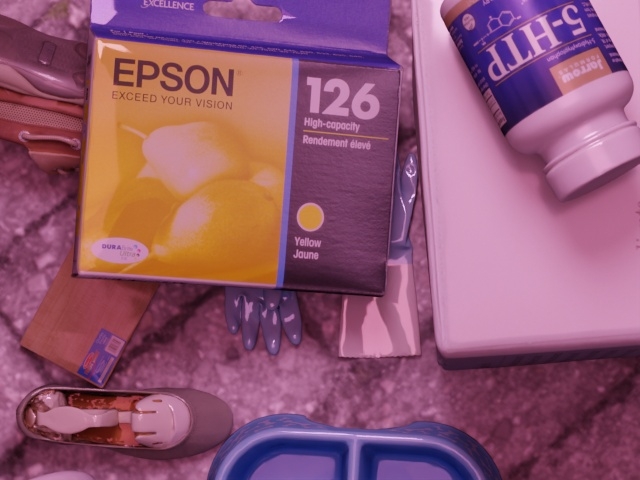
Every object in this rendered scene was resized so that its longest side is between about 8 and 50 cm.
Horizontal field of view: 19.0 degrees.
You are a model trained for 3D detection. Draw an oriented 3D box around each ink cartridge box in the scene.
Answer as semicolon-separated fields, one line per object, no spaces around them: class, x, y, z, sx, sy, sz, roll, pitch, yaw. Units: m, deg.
ink cartridge box;-0.075;-0.108;1.815;0.304;0.072;0.307;4;90;-15

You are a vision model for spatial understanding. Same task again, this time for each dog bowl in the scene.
dog bowl;0.032;0.253;1.847;0.297;0.074;0.166;3;84;3

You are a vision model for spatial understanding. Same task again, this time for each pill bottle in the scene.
pill bottle;0.184;-0.131;1.526;0.112;0.112;0.186;-28;82;1

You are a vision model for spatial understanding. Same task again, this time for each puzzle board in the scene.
puzzle board;-0.229;0.070;1.913;0.096;0.011;0.128;28;87;5

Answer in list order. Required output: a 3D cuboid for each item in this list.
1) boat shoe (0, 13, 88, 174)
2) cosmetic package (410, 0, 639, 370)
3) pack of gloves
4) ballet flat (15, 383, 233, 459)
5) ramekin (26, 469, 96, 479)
boat shoe;-0.246;-0.128;1.893;0.324;0.123;0.116;20;120;-3
cosmetic package;0.287;-0.059;1.732;0.394;0.329;0.327;-4;84;3
pack of gloves;0.000;0.000;1.888;0.195;0.046;0.232;-1;85;4
ballet flat;-0.194;0.178;1.871;0.213;0.068;0.072;3;88;4
ramekin;-0.292;0.327;1.767;0.277;0.277;0.135;-30;76;0
